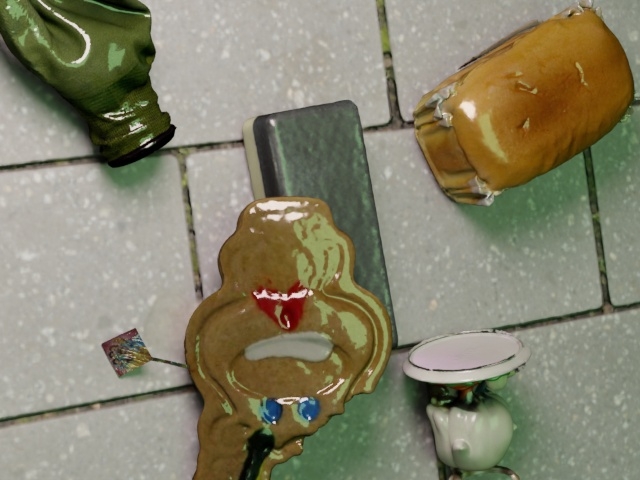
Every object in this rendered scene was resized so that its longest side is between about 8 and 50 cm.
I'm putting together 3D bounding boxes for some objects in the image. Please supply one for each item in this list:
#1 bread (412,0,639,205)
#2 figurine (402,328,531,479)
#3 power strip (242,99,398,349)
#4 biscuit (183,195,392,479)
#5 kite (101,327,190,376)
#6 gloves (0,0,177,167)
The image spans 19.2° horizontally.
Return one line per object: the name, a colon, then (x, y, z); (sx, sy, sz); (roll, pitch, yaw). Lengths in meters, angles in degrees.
bread: (0.213, -0.139, 1.940); (0.241, 0.107, 0.136); (-33, 101, -31)
figurine: (0.154, 0.179, 1.876); (0.132, 0.132, 0.153); (-19, 108, -33)
power strip: (0.000, 0.000, 1.813); (0.105, 0.070, 0.256); (-11, 92, -30)
biscuit: (-0.041, 0.119, 1.743); (0.183, 0.047, 0.319); (24, 91, -2)
kite: (-0.159, 0.100, 1.719); (0.078, 0.002, 0.044); (-6, 102, -3)
gloves: (-0.212, -0.188, 1.668); (0.135, 0.107, 0.268); (-34, 122, -22)
